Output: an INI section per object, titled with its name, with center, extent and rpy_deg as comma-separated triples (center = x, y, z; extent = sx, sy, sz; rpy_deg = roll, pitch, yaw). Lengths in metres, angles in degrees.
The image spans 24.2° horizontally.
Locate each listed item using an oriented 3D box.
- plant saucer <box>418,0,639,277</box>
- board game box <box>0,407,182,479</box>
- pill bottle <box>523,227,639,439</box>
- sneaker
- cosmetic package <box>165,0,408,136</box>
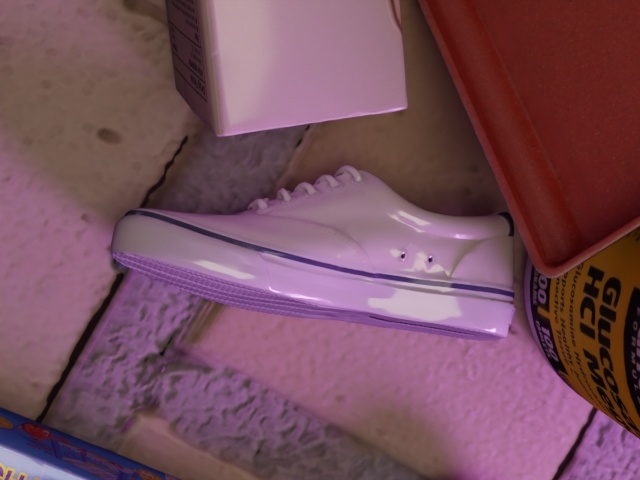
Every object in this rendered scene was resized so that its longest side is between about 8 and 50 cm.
[plant saucer]
center = 0.195, -0.138, 0.846
extent = 0.258, 0.259, 0.048
rpy_deg = -35, 143, 22
[board game box]
center = -0.256, 0.247, 0.912
extent = 0.308, 0.086, 0.302
rpy_deg = 25, 93, -13
[pill bottle]
center = 0.251, 0.049, 0.849
extent = 0.188, 0.334, 0.188
rpy_deg = -2, 98, -10
[sneaker]
center = 0.000, 0.000, 0.931
extent = 0.258, 0.094, 0.091
rpy_deg = 11, 78, -16
[cosmetic package]
center = -0.035, -0.227, 0.827
extent = 0.113, 0.160, 0.309
rpy_deg = -10, 108, -11
